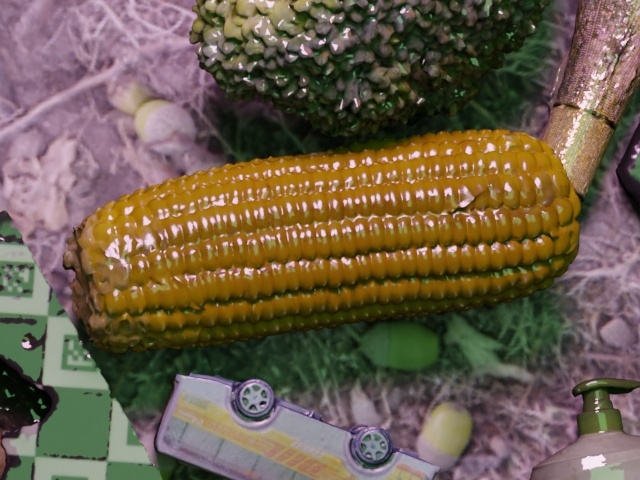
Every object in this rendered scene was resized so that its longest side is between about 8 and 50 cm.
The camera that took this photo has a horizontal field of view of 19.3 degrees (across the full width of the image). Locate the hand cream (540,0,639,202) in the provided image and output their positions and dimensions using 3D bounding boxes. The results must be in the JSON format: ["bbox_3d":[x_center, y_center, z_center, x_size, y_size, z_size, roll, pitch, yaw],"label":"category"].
[{"bbox_3d":[0.206,-0.119,1.360,0.084,0.084,0.203,22,84,-5],"label":"hand cream"}]

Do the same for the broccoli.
[{"bbox_3d":[0.047,-0.208,1.275,0.288,0.235,0.260,-10,81,-48],"label":"broccoli"}]

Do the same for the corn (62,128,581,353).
[{"bbox_3d":[0.000,0.000,1.270,0.344,0.131,0.131,-8,81,-11],"label":"corn"}]

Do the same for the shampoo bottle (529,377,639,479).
[{"bbox_3d":[0.205,0.211,1.286,0.118,0.087,0.234,-6,80,-10],"label":"shampoo bottle"}]

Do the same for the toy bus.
[{"bbox_3d":[-0.018,0.144,1.275,0.190,0.064,0.075,23,82,-5],"label":"toy bus"}]

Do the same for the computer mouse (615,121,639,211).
[{"bbox_3d":[0.303,-0.095,1.367,0.122,0.073,0.217,28,78,-4],"label":"computer mouse"}]

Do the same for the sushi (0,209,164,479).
[{"bbox_3d":[-0.247,0.134,1.249,0.220,0.047,0.231,-30,81,-9],"label":"sushi"}]
